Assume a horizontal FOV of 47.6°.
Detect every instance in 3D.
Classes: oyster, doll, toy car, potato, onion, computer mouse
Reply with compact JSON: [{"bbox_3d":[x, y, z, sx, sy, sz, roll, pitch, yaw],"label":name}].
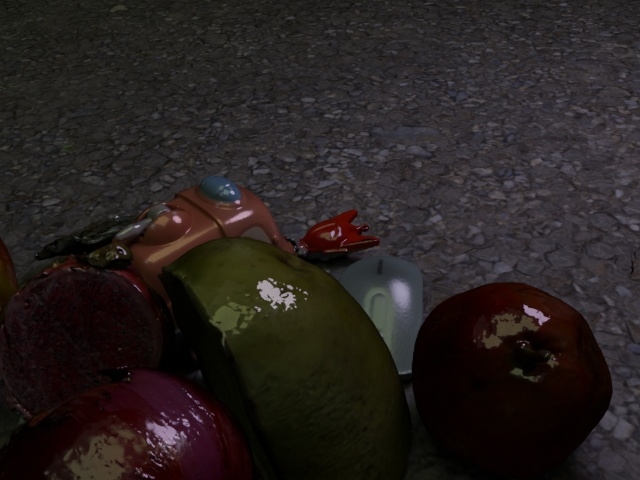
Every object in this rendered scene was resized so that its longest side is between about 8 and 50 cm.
[{"bbox_3d":[-0.311,0.021,1.155,0.268,0.112,0.198,-7,14,10],"label":"oyster"},{"bbox_3d":[0.000,0.000,1.177,0.169,0.057,0.109,-13,34,-13],"label":"doll"},{"bbox_3d":[-0.167,0.022,1.032,0.271,0.212,0.180,-28,42,-30],"label":"toy car"},{"bbox_3d":[-0.027,0.110,0.816,0.213,0.280,0.330,-27,44,-17],"label":"potato"},{"bbox_3d":[-0.184,0.253,0.668,0.276,0.276,0.276,-3,36,2],"label":"onion"},{"bbox_3d":[0.082,0.100,1.021,0.128,0.079,0.230,-3,40,8],"label":"computer mouse"}]

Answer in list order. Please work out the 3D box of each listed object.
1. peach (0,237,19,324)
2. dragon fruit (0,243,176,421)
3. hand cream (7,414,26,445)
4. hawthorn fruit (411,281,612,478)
[{"bbox_3d":[-0.562,0.082,0.933,0.332,0.308,0.307,-29,31,20],"label":"peach"},{"bbox_3d":[-0.281,0.133,0.876,0.211,0.282,0.147,18,3,0],"label":"dragon fruit"},{"bbox_3d":[-0.349,0.218,0.924,0.078,0.050,0.205,0,40,0],"label":"hand cream"},{"bbox_3d":[0.209,0.139,0.796,0.224,0.261,0.224,-3,65,7],"label":"hawthorn fruit"}]
